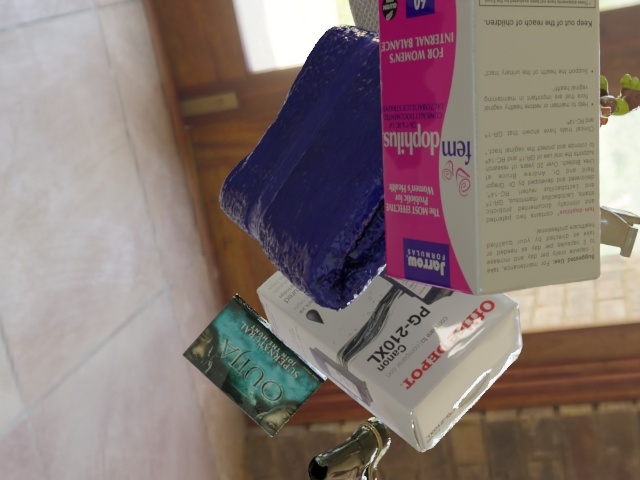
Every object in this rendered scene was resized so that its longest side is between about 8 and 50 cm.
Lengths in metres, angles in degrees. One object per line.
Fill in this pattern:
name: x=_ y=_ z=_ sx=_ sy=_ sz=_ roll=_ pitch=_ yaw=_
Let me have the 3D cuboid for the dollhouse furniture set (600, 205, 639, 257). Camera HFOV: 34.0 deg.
dollhouse furniture set: x=0.311 y=-0.088 z=1.330 sx=0.303 sy=0.355 sz=0.174 roll=-119 pitch=-139 yaw=-73

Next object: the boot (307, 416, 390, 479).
boot: x=0.024 y=0.376 z=1.681 sx=0.137 sy=0.077 sz=0.198 roll=-22 pitch=140 yaw=-35

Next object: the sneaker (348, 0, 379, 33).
sneaker: x=0.111 y=-0.252 z=1.110 sx=0.321 sy=0.127 sz=0.126 roll=-110 pitch=-164 yaw=-51

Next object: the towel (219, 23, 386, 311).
towel: x=0.024 y=-0.074 z=0.928 sx=0.076 sy=0.228 sz=0.308 roll=32 pitch=4 yaw=-24

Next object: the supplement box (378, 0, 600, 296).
supplement box: x=0.116 y=-0.081 z=0.720 sx=0.114 sy=0.111 sz=0.220 roll=-8 pitch=98 yaw=-30

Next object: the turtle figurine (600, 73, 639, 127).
turtle figurine: x=0.392 y=-0.181 z=1.590 sx=0.217 sy=0.269 sz=0.087 roll=-30 pitch=101 yaw=-26

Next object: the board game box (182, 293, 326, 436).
board game box: x=-0.100 y=0.189 z=1.574 sx=0.186 sy=0.126 sz=0.026 roll=42 pitch=13 yaw=2

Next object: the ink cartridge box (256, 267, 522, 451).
ink cartridge box: x=0.077 y=0.086 z=1.145 sx=0.172 sy=0.237 sz=0.100 roll=-42 pitch=146 yaw=-19
